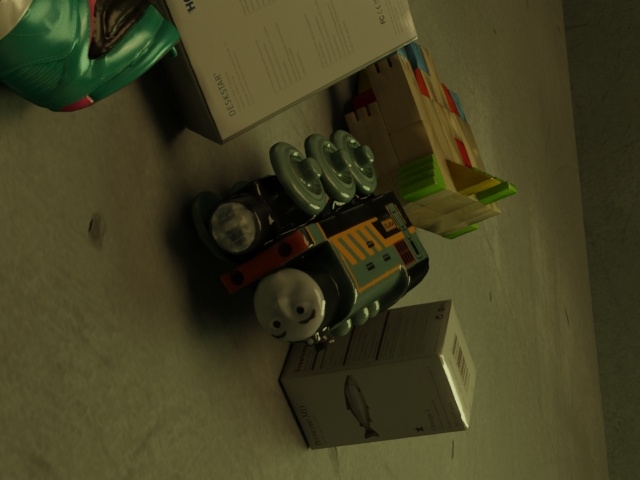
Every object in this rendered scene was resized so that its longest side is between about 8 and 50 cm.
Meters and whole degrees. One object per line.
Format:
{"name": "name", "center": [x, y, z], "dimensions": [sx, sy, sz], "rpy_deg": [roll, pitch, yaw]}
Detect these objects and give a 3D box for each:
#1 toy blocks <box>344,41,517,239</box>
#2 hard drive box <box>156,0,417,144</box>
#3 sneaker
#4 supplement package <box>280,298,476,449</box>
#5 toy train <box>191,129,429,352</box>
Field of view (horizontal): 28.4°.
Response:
{"name": "toy blocks", "center": [0.130, -0.155, 1.751], "dimensions": [0.381, 0.191, 0.260], "rpy_deg": [14, 55, -67]}
{"name": "hard drive box", "center": [-0.045, -0.226, 1.193], "dimensions": [0.089, 0.232, 0.181], "rpy_deg": [29, -36, 57]}
{"name": "sneaker", "center": [-0.177, -0.213, 0.977], "dimensions": [0.178, 0.124, 0.295], "rpy_deg": [51, 42, -44]}
{"name": "supplement package", "center": [0.065, 0.145, 1.365], "dimensions": [0.105, 0.179, 0.105], "rpy_deg": [-71, 144, -55]}
{"name": "toy train", "center": [0.000, 0.000, 1.271], "dimensions": [0.190, 0.142, 0.334], "rpy_deg": [59, 21, 2]}
